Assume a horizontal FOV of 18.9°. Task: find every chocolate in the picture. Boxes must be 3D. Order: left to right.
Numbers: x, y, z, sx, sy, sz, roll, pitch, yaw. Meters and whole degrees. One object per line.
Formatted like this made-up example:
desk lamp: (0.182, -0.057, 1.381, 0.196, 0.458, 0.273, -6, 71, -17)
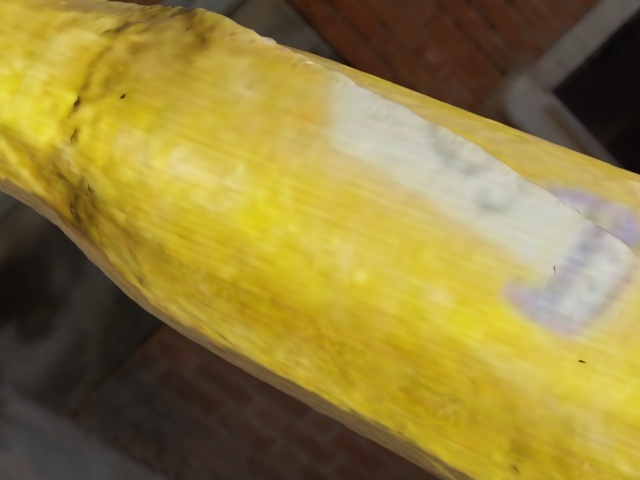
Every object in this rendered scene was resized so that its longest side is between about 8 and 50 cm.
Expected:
chocolate: (0.000, 0.000, 0.406, 0.219, 0.086, 0.085, 23, 0, 15)
